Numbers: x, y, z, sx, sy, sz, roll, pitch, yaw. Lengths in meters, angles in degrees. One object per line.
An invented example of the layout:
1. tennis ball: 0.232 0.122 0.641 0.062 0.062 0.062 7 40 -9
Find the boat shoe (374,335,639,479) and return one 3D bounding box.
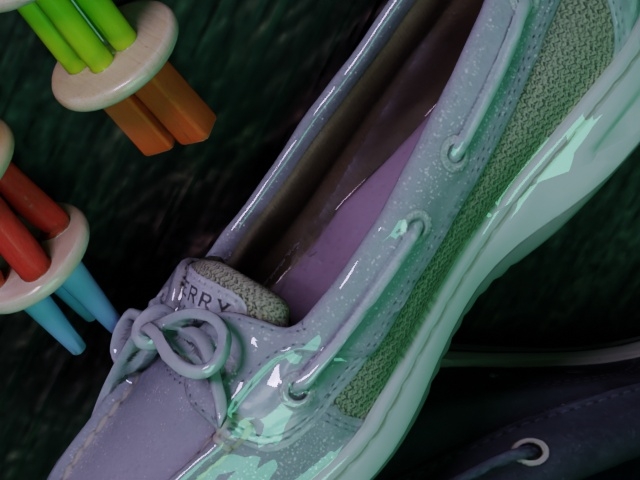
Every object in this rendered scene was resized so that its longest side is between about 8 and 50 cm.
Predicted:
1. boat shoe: 0.177 0.122 0.772 0.500 0.156 0.186 -3 120 -21

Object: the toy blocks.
1. toy blocks: -0.093 -0.032 0.625 0.123 0.054 0.148 -36 129 0

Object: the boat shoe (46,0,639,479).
1. boat shoe: 0.002 0.000 0.634 0.320 0.118 0.103 -46 120 -3
